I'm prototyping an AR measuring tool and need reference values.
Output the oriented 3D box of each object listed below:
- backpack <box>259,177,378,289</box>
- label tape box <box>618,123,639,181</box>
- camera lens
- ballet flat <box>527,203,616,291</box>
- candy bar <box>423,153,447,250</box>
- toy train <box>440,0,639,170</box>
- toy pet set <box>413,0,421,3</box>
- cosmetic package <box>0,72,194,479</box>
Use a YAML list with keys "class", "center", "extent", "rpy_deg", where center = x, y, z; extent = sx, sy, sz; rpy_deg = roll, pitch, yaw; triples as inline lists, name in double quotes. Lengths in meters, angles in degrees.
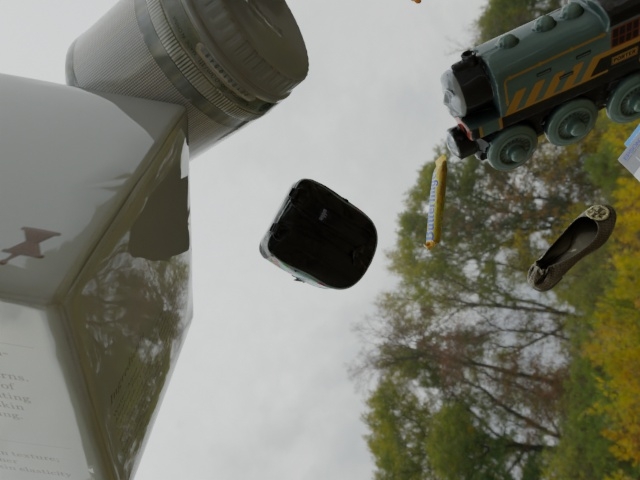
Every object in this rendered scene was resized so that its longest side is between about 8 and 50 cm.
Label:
- class: "backpack"
  center: [0.000, 0.000, 1.217]
  extent: [0.254, 0.191, 0.225]
  rpy_deg: [28, -103, -9]
- class: "label tape box"
  center: [0.797, -0.234, 1.110]
  extent: [0.333, 0.106, 0.240]
  rpy_deg: [-100, 25, -48]
- class: "camera lens"
  center: [-0.182, -0.236, 0.685]
  extent: [0.219, 0.274, 0.219]
  rpy_deg: [41, -144, -40]
- class: "ballet flat"
  center: [0.545, 0.009, 1.101]
  extent: [0.250, 0.084, 0.058]
  rpy_deg: [-44, -56, 0]
- class: "candy bar"
  center: [0.188, -0.061, 0.816]
  extent: [0.018, 0.040, 0.161]
  rpy_deg: [13, -105, -10]
- class: "toy train"
  center: [0.330, -0.235, 0.717]
  extent: [0.142, 0.334, 0.190]
  rpy_deg: [-104, -12, -46]
- class: "toy pet set"
  center: [0.231, -0.532, 0.997]
  extent: [0.122, 0.114, 0.065]
  rpy_deg: [-62, 0, -1]
- class: "cosmetic package"
  center: [-0.352, 0.060, 0.589]
  extent: [0.327, 0.330, 0.393]
  rpy_deg: [-81, 2, -50]
